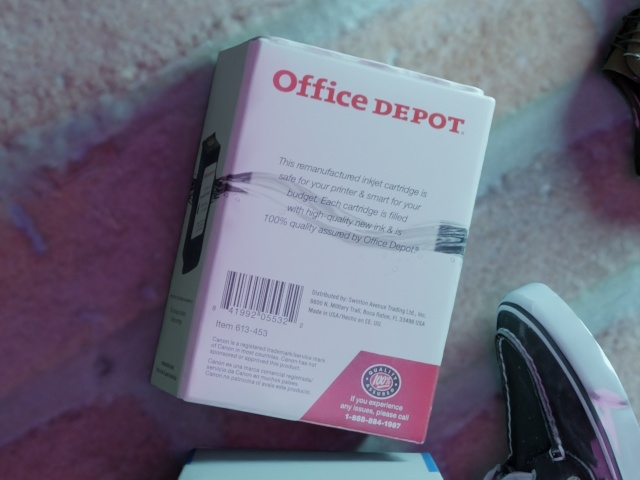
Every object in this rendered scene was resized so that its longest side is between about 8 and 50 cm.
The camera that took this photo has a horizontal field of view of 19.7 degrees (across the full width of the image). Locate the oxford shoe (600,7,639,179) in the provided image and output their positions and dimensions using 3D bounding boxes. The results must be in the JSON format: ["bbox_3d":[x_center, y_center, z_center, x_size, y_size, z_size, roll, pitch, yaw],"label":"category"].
[{"bbox_3d":[0.249,-0.148,1.311,0.096,0.083,0.227,-4,91,-13],"label":"oxford shoe"}]

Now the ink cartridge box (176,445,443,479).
[{"bbox_3d":[-0.009,0.259,1.171,0.168,0.171,0.233,2,91,-1],"label":"ink cartridge box"}]

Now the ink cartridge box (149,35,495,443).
[{"bbox_3d":[0.000,0.000,1.224,0.172,0.100,0.237,12,88,-17],"label":"ink cartridge box"}]

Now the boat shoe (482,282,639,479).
[{"bbox_3d":[0.166,0.184,1.263,0.105,0.113,0.306,-18,90,-16],"label":"boat shoe"}]
